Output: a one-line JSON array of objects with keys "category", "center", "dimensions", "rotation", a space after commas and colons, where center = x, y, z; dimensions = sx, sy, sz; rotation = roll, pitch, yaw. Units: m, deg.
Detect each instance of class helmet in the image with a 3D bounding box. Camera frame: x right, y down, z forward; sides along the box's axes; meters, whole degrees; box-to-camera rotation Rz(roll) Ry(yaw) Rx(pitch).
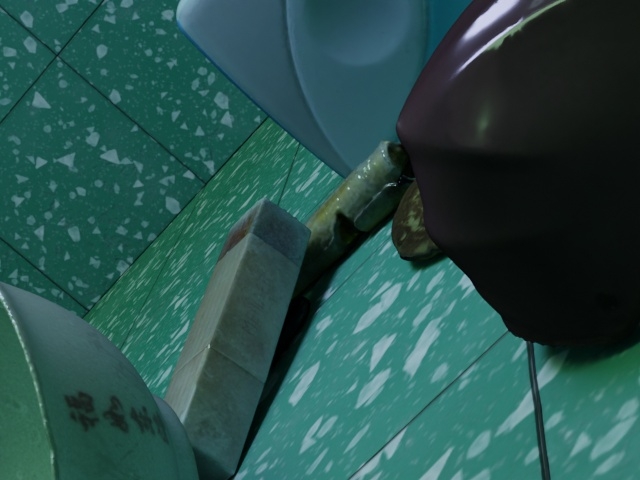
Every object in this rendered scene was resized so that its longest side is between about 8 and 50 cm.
[{"category": "helmet", "center": [0.187, -0.105, 0.877], "dimensions": [0.338, 0.197, 0.271], "rotation": [-47, 8, 18]}]

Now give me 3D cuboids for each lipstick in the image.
[{"category": "lipstick", "center": [-0.094, 0.105, 1.489], "dimensions": [0.080, 0.076, 0.371], "rotation": [-41, 21, 37]}]

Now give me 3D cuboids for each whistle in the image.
[{"category": "whistle", "center": [0.001, 0.000, 1.651], "dimensions": [0.326, 0.057, 0.068], "rotation": [-43, 54, 35]}]

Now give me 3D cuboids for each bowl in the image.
[{"category": "bowl", "center": [-0.230, 0.227, 1.220], "dimensions": [0.196, 0.434, 0.435], "rotation": [-2, -22, -35]}]

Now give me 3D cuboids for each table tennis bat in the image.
[{"category": "table tennis bat", "center": [-0.085, 0.147, 1.576], "dimensions": [0.150, 0.027, 0.236], "rotation": [-37, 14, 48]}]

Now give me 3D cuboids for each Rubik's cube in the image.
[{"category": "Rubik's cube", "center": [0.052, -0.319, 1.798], "dimensions": [0.352, 0.351, 0.347], "rotation": [-44, 11, 14]}]

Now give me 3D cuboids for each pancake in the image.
[{"category": "pancake", "center": [0.154, -0.076, 1.363], "dimensions": [0.250, 0.031, 0.250], "rotation": [-46, 11, 12]}]
